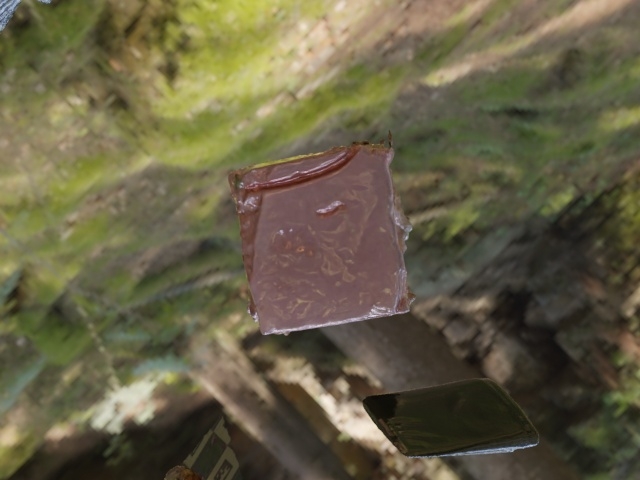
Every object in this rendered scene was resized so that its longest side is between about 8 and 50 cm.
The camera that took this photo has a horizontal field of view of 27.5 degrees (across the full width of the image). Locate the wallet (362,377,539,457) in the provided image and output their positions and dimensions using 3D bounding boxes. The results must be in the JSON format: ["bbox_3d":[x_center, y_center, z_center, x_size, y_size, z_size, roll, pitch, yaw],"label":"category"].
[{"bbox_3d":[0.200,0.282,2.037,0.245,0.168,0.052,-3,119,-25],"label":"wallet"}]

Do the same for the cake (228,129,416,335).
[{"bbox_3d":[0.000,0.000,2.180,0.293,0.314,0.307,-12,-176,-1],"label":"cake"}]

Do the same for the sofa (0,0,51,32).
[{"bbox_3d":[-0.225,-0.138,0.849,0.039,0.060,0.118,23,113,-46],"label":"sofa"}]

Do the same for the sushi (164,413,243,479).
[{"bbox_3d":[-0.229,0.417,1.713,0.339,0.069,0.320,-51,-155,11],"label":"sushi"}]
